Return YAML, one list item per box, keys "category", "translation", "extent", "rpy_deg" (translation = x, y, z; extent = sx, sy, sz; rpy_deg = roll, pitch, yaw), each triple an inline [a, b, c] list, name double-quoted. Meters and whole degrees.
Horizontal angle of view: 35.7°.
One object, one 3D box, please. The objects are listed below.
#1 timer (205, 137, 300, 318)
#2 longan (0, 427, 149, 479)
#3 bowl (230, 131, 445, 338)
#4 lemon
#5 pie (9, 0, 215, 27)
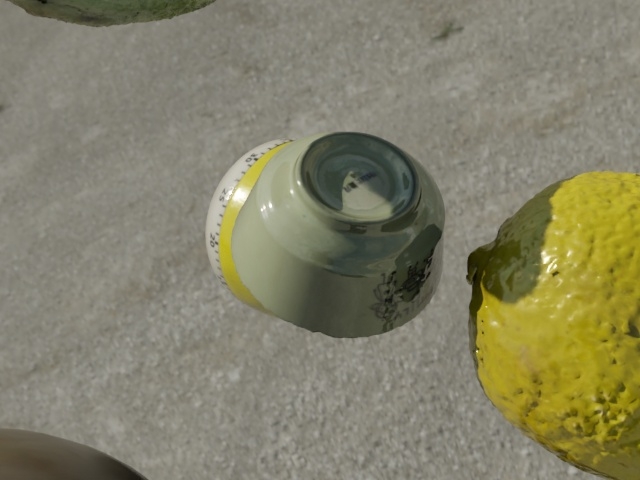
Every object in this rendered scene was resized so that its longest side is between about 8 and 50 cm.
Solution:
- category: "timer"
  translation: [0.000, 0.000, 1.399]
  extent: [0.285, 0.285, 0.285]
  rpy_deg: [-12, 39, 10]
- category: "longan"
  translation: [-0.153, 0.205, 0.397]
  extent: [0.243, 0.300, 0.300]
  rpy_deg: [-39, 37, 9]
- category: "bowl"
  translation: [0.026, -0.024, 0.926]
  extent: [0.211, 0.112, 0.211]
  rpy_deg: [6, 53, -8]
- category: "lemon"
  translation: [0.281, 0.081, 0.885]
  extent: [0.322, 0.268, 0.268]
  rpy_deg: [25, 49, 4]
- category: "pie"
  translation: [-0.212, -0.283, 0.891]
  extent: [0.277, 0.078, 0.277]
  rpy_deg: [14, 38, -11]
